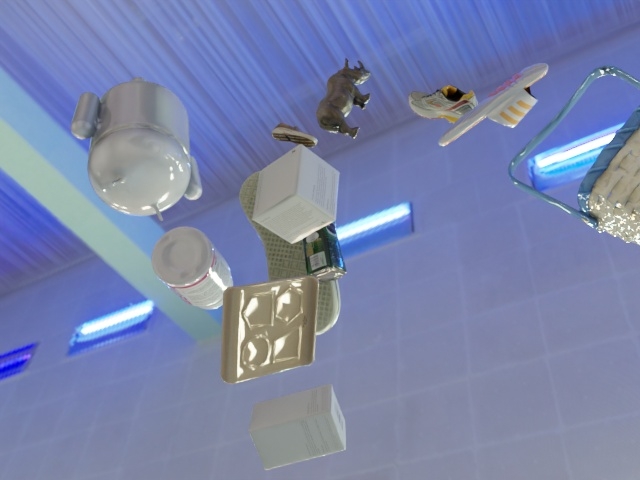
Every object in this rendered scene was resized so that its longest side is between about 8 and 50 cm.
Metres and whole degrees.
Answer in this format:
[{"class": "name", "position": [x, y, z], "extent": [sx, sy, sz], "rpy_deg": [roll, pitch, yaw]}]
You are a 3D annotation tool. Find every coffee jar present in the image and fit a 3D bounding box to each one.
[{"class": "coffee jar", "position": [0.000, 0.000, 1.638], "extent": [0.079, 0.096, 0.185], "rpy_deg": [-24, -117, 28]}]

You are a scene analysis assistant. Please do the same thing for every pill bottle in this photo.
[{"class": "pill bottle", "position": [-0.332, 0.085, 1.860], "extent": [0.160, 0.283, 0.161], "rpy_deg": [-3, -111, 7]}]

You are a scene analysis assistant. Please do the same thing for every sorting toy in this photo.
[{"class": "sorting toy", "position": [-0.101, 0.169, 1.358], "extent": [0.038, 0.208, 0.193], "rpy_deg": [19, -70, 52]}]

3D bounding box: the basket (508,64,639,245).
[{"class": "basket", "position": [0.476, -0.125, 1.088], "extent": [0.255, 0.201, 0.289], "rpy_deg": [-48, -121, 1]}]

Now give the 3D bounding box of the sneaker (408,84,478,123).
[{"class": "sneaker", "position": [0.333, -0.382, 1.875], "extent": [0.225, 0.093, 0.088], "rpy_deg": [20, -134, 40]}]

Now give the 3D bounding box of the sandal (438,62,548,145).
[{"class": "sandal", "position": [0.359, -0.256, 1.401], "extent": [0.265, 0.076, 0.102], "rpy_deg": [-36, -170, 35]}]

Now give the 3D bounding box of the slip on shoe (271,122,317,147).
[{"class": "slip on shoe", "position": [-0.061, -0.267, 1.733], "extent": [0.135, 0.051, 0.041], "rpy_deg": [14, -114, 38]}]

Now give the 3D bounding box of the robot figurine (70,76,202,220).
[{"class": "robot figurine", "position": [-0.369, -0.190, 1.429], "extent": [0.200, 0.299, 0.354], "rpy_deg": [-44, -144, 26]}]

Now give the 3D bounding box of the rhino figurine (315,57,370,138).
[{"class": "rhino figurine", "position": [0.061, -0.341, 1.621], "extent": [0.073, 0.106, 0.243], "rpy_deg": [118, -8, -59]}]

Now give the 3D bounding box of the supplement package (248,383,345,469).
[{"class": "supplement package", "position": [-0.047, 0.390, 1.457], "extent": [0.179, 0.105, 0.105], "rpy_deg": [-16, -159, 7]}]

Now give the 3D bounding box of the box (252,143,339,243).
[{"class": "box", "position": [-0.037, -0.069, 1.063], "extent": [0.102, 0.087, 0.101], "rpy_deg": [-28, -137, 37]}]

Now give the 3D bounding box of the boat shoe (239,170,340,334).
[{"class": "boat shoe", "position": [-0.064, 0.028, 1.838], "extent": [0.186, 0.156, 0.500], "rpy_deg": [-36, -123, 14]}]
